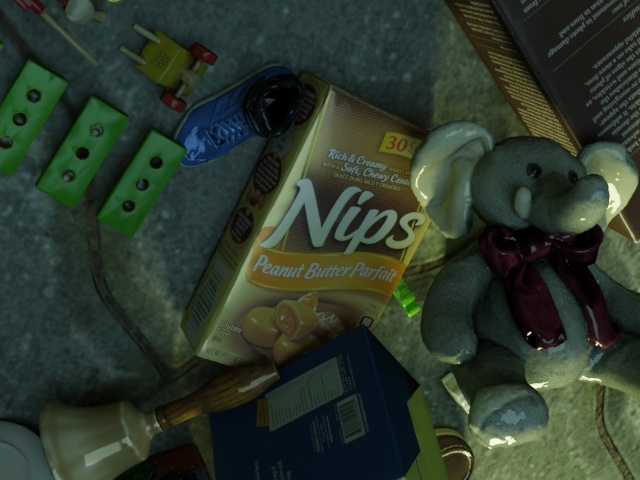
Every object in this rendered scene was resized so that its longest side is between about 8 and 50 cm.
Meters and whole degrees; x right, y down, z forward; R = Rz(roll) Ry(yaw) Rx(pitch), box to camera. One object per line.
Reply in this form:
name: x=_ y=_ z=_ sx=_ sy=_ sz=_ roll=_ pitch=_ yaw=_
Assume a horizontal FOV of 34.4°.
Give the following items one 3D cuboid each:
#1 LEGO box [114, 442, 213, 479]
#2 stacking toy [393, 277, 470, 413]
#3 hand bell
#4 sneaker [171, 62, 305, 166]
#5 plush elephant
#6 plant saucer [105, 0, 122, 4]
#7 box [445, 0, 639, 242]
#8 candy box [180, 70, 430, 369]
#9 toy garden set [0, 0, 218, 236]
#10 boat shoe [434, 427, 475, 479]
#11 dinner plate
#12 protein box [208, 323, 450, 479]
LEGO box: x=-0.246 y=0.536 z=1.164 sx=0.372 sy=0.193 sz=0.501 roll=-15 pitch=113 yaw=-15
stacking toy: x=0.191 y=0.082 z=1.246 sx=0.167 sy=0.052 sz=0.221 roll=-36 pitch=115 yaw=-7
hand bell: x=-0.155 y=0.182 z=1.082 sx=0.242 sy=0.126 sz=0.126 roll=-22 pitch=115 yaw=2
sneaker: x=-0.082 y=-0.122 z=1.049 sx=0.152 sy=0.084 sz=0.058 roll=-34 pitch=117 yaw=-5
plush elephant: x=0.220 y=0.013 z=1.022 sx=0.271 sy=0.330 sz=0.256 roll=-4 pitch=108 yaw=-16
plant saucer: x=-0.204 y=-0.348 z=0.946 sx=0.188 sy=0.045 sz=0.188 roll=39 pitch=92 yaw=-27
box: x=0.302 y=-0.205 z=1.133 sx=0.191 sy=0.143 sz=0.381 roll=-40 pitch=115 yaw=-3
candy box: x=0.000 y=0.000 z=1.121 sx=0.182 sy=0.087 sz=0.317 roll=22 pitch=101 yaw=-28
toy garden set: x=-0.238 y=-0.148 z=1.005 sx=0.244 sy=0.049 sz=0.204 roll=30 pitch=99 yaw=-26
boat shoe: x=0.069 y=0.360 z=1.241 sx=0.342 sy=0.123 sz=0.123 roll=-31 pitch=116 yaw=-19
dinner plate: x=-0.346 y=0.256 z=1.075 sx=0.141 sy=0.017 sz=0.141 roll=1 pitch=68 yaw=-3
protein box: x=0.010 y=0.235 z=1.062 sx=0.201 sy=0.200 sz=0.136 roll=-30 pitch=130 yaw=14
